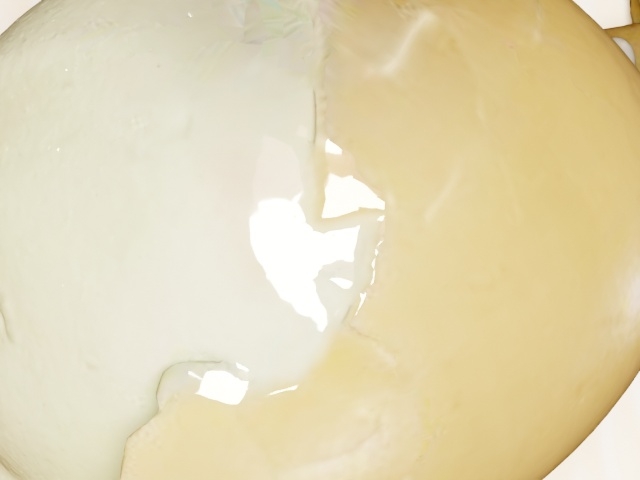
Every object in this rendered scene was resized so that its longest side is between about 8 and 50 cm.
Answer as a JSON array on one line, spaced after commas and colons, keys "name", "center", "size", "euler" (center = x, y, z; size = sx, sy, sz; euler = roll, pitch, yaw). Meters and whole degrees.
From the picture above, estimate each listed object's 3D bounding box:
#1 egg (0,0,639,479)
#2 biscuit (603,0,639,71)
[{"name": "egg", "center": [0.000, 0.000, 0.600], "size": [0.244, 0.201, 0.201], "euler": [-8, 74, -29]}, {"name": "biscuit", "center": [0.225, -0.014, 0.747], "size": [0.301, 0.049, 0.197], "euler": [36, 69, -2]}]
